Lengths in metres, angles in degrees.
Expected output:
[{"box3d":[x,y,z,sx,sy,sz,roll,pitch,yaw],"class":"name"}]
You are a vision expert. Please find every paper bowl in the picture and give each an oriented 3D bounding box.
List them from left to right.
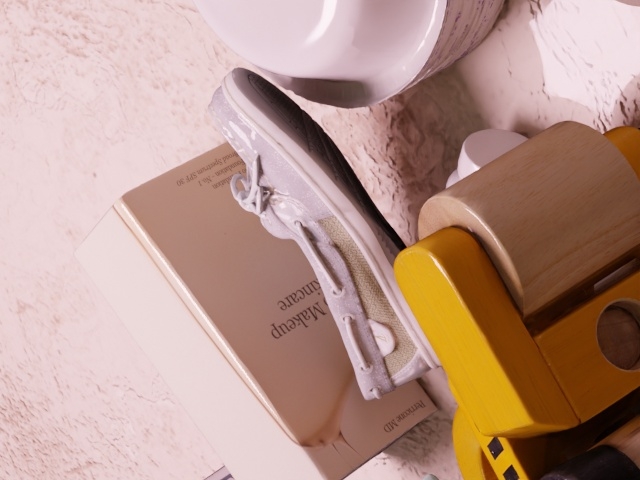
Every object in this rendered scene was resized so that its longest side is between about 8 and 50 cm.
[{"box3d":[-0.003,-0.239,1.495,0.284,0.148,0.284,25,130,34],"class":"paper bowl"}]

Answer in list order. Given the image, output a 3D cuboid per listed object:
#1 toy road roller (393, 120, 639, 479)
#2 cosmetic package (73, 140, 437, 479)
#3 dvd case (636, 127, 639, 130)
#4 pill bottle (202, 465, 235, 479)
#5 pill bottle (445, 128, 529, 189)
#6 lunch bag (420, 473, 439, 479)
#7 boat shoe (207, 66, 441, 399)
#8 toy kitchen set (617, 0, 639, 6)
[{"box3d":[0.180,0.096,1.466,0.329,0.202,0.240,61,155,-3],"class":"toy road roller"},{"box3d":[-0.059,0.081,1.727,0.309,0.160,0.113,52,138,7],"class":"cosmetic package"},{"box3d":[0.342,0.004,1.389,0.180,0.022,0.253,-27,93,49],"class":"dvd case"},{"box3d":[-0.089,0.276,1.853,0.108,0.180,0.108,24,128,34],"class":"pill bottle"},{"box3d":[0.133,-0.015,1.542,0.078,0.078,0.137,32,132,27],"class":"pill bottle"},{"box3d":[0.106,0.357,1.626,0.223,0.160,0.262,38,108,23],"class":"lunch bag"},{"box3d":[0.000,0.000,1.580,0.320,0.103,0.118,53,-172,-30],"class":"boat shoe"},{"box3d":[0.234,-0.278,1.289,0.166,0.122,0.207,-4,130,45],"class":"toy kitchen set"}]
